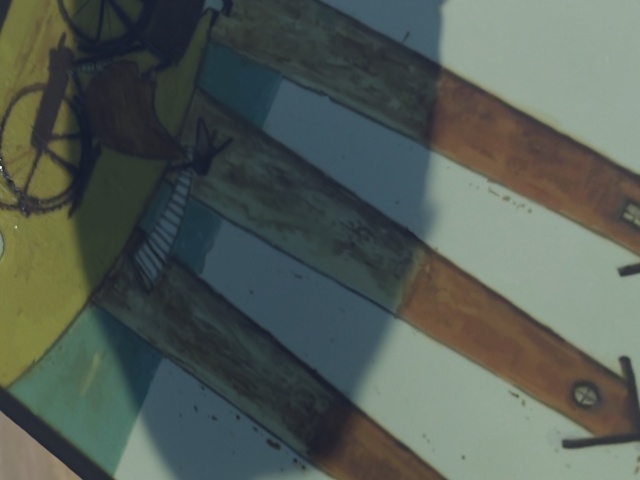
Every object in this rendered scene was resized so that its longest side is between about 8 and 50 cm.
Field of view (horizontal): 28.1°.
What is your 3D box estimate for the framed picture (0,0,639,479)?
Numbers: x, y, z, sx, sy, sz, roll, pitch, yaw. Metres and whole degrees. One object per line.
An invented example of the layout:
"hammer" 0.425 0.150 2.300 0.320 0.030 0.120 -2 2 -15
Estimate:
"framed picture" 0.000 0.000 0.400 0.324 0.013 0.244 33 108 27
